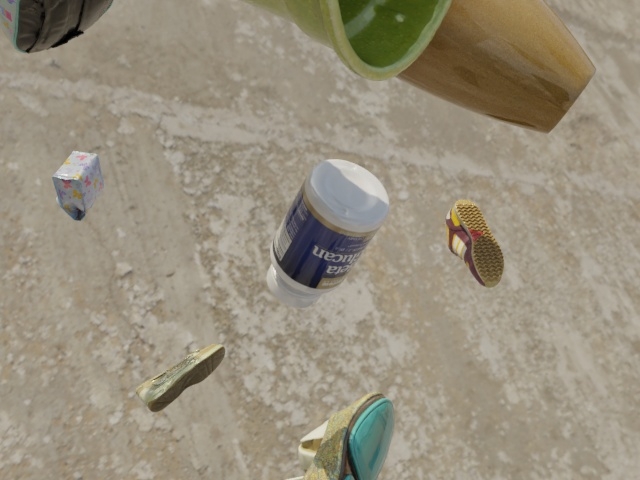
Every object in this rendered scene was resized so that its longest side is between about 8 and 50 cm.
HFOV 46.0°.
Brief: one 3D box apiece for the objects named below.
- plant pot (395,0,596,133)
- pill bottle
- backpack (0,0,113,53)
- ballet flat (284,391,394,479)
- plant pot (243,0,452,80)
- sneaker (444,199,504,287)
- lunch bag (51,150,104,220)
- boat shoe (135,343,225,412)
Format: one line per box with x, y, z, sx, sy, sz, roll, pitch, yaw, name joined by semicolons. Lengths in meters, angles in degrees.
0.276;-0.282;1.144;0.254;0.237;0.237;36;38;6;plant pot
0.000;0.000;0.830;0.094;0.169;0.094;15;46;-16;pill bottle
-0.322;-0.317;0.891;0.144;0.188;0.166;48;61;3;backpack
0.009;0.314;0.998;0.123;0.123;0.348;45;30;-6;ballet flat
-0.034;-0.288;0.580;0.253;0.276;0.276;20;31;23;plant pot
0.289;0.017;1.436;0.069;0.084;0.186;-2;59;-20;sneaker
-0.360;-0.079;1.126;0.053;0.083;0.071;7;42;11;lunch bag
-0.220;0.208;1.199;0.153;0.056;0.048;-38;60;-23;boat shoe
